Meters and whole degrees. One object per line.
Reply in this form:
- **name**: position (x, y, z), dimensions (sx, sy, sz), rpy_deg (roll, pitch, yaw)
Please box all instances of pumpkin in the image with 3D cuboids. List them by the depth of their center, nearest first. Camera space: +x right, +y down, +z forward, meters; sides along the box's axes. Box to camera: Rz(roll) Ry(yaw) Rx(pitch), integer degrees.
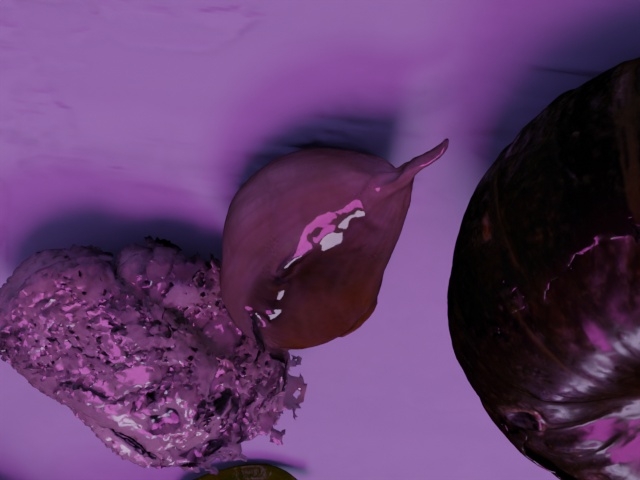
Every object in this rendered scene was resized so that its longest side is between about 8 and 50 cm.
- **pumpkin**: position (0.172, 0.029, 0.827), dimensions (0.238, 0.159, 0.238), rpy_deg (3, 143, 3)

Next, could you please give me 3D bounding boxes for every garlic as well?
- **garlic**: position (-0.004, -0.006, 0.880), dimensions (0.084, 0.066, 0.152), rpy_deg (-14, 147, -21)

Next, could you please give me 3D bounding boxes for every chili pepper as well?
- **chili pepper**: position (-0.048, 0.136, 1.071), dimensions (0.083, 0.017, 0.030), rpy_deg (-12, 137, 21)

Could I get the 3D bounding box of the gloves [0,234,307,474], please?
- **gloves**: position (-0.083, 0.054, 0.939), dimensions (0.114, 0.070, 0.153), rpy_deg (-26, 129, 29)
